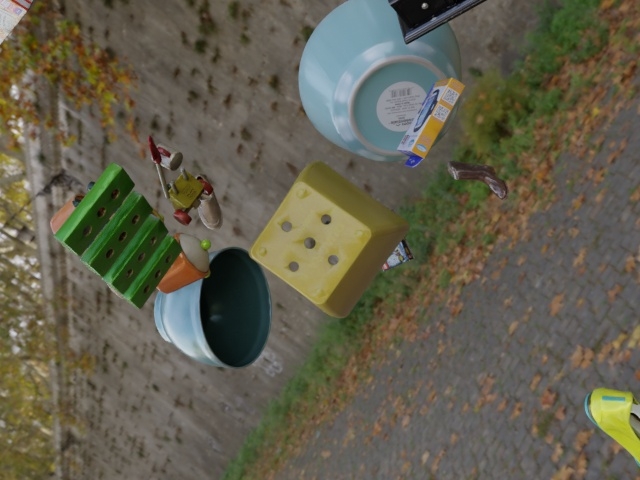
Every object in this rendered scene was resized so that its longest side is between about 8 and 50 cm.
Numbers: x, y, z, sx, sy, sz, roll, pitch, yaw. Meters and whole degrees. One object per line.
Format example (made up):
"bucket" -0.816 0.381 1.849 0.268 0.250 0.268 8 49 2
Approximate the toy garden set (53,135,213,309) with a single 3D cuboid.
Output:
"toy garden set" -0.237 -0.040 0.862 0.203 0.049 0.244 -58 -17 -18

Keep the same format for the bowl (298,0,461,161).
"bowl" 0.122 -0.265 1.162 0.311 0.312 0.163 -60 21 25

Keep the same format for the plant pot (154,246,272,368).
"plant pot" -0.280 0.171 1.615 0.293 0.196 0.292 23 -117 -58

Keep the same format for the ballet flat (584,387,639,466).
"ballet flat" 0.478 0.283 0.954 0.077 0.231 0.077 -24 37 45

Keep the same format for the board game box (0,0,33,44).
"board game box" -0.438 -0.364 0.943 0.194 0.045 0.146 -9 57 50

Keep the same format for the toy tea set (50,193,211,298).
"toy tea set" -0.300 -0.006 1.124 0.124 0.200 0.336 -33 -6 10

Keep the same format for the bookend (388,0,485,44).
"bookend" 0.143 -0.369 0.882 0.156 0.157 0.072 -23 60 25

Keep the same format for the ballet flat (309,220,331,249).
"ballet flat" 0.013 0.001 1.431 0.057 0.049 0.173 -53 3 26

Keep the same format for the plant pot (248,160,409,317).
"plant pot" 0.000 0.000 1.092 0.212 0.212 0.187 -55 -8 8

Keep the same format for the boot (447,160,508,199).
"boot" 0.328 -0.127 1.377 0.037 0.114 0.106 -65 32 35

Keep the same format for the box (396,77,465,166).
"box" 0.158 -0.174 0.975 0.136 0.028 0.081 -59 12 3

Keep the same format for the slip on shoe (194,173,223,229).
"slip on shoe" -0.260 -0.089 1.508 0.041 0.052 0.135 -175 72 -82

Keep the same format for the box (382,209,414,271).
"box" 0.175 0.001 1.677 0.027 0.137 0.094 -16 -10 -44
